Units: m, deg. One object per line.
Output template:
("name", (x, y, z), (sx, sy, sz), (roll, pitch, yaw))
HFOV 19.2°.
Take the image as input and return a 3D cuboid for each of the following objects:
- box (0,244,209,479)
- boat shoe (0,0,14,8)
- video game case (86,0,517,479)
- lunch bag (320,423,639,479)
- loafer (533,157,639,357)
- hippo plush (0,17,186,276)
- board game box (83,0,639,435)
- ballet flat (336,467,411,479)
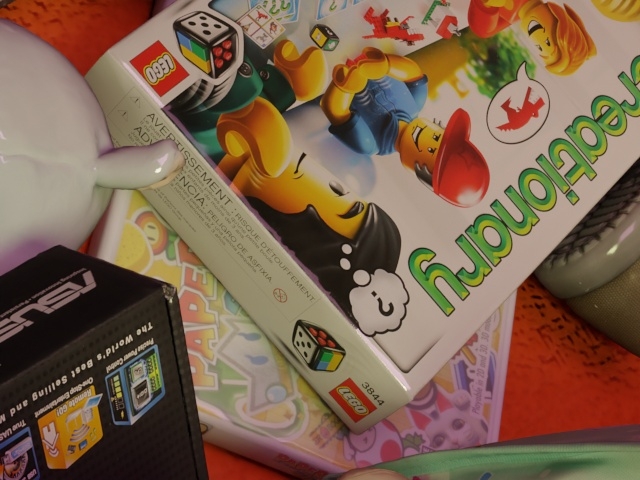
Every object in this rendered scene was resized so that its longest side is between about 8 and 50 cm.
("box", (-0.142, 0.154, 0.599), (0.270, 0.060, 0.216), (-32, 126, -39))
("boat shoe", (-0.066, -0.184, 0.846), (0.123, 0.123, 0.342), (34, 45, 7))
("video game case", (0.000, 0.000, 0.867), (0.206, 0.026, 0.227), (24, 56, -20))
("lunch bag", (0.160, 0.146, 0.725), (0.223, 0.262, 0.160), (12, 68, -38))
("loafer", (0.202, -0.023, 0.976), (0.251, 0.094, 0.087), (-41, 103, -34))
("hippo plush", (-0.200, -0.043, 0.683), (0.236, 0.234, 0.294), (38, 63, -50))
("board game box", (0.049, -0.075, 0.885), (0.193, 0.053, 0.305), (49, 50, -2))
("ballet flat", (-0.024, 0.182, 0.637), (0.086, 0.086, 0.248), (41, 67, -9))
